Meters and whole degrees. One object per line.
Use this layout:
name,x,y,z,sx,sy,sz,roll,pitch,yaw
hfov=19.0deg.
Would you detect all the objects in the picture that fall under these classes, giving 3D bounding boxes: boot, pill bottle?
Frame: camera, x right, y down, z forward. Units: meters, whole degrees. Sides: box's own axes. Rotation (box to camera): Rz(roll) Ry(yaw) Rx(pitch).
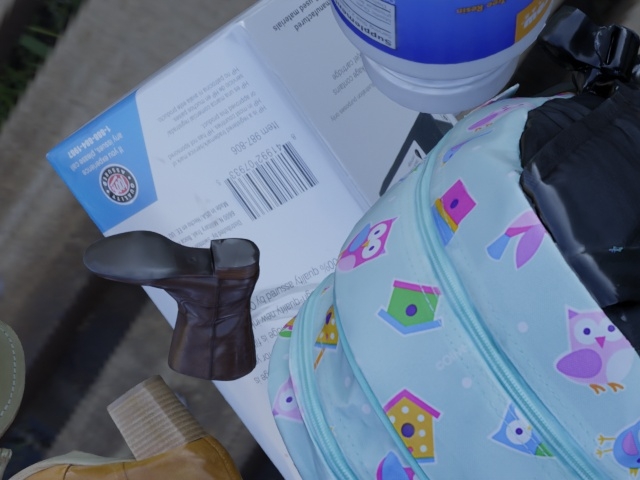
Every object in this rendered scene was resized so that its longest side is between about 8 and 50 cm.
boot,-0.088,0.045,1.146,0.106,0.114,0.037,3,50,-4
pill bottle,0.076,-0.196,1.204,0.152,0.272,0.152,-2,62,3
boot,-0.190,0.285,1.812,0.295,0.104,0.211,-39,77,27

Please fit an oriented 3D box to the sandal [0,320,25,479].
sandal,-0.234,0.145,1.156,0.088,0.240,0.079,10,124,-8

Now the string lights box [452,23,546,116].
string lights box,0.066,-0.184,1.745,0.133,0.260,0.077,-44,117,-23

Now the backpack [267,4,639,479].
backpack,0.069,0.030,0.488,0.152,0.182,0.115,47,110,7

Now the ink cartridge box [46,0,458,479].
ink cartridge box,0.000,0.000,1.638,0.285,0.166,0.395,-28,101,44
